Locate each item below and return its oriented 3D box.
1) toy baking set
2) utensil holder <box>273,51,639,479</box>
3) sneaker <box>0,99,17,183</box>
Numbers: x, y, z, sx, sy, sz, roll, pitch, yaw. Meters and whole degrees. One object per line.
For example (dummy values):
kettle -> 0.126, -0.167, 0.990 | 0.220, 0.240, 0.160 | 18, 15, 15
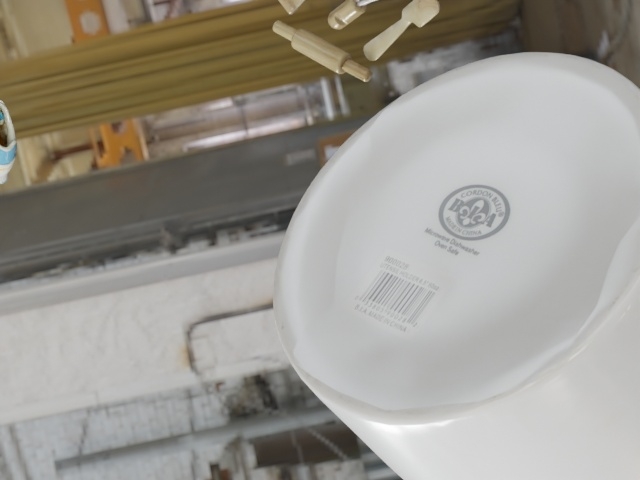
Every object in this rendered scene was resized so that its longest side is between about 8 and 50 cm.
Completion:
toy baking set -> 0.027, -0.299, 1.447 | 0.256, 0.030, 0.197 | 36, 136, 22
utensil holder -> 0.193, 0.088, 0.901 | 0.385, 0.327, 0.327 | 47, -157, -41
sneaker -> -0.545, -0.204, 1.851 | 0.092, 0.087, 0.229 | -51, 61, 42
